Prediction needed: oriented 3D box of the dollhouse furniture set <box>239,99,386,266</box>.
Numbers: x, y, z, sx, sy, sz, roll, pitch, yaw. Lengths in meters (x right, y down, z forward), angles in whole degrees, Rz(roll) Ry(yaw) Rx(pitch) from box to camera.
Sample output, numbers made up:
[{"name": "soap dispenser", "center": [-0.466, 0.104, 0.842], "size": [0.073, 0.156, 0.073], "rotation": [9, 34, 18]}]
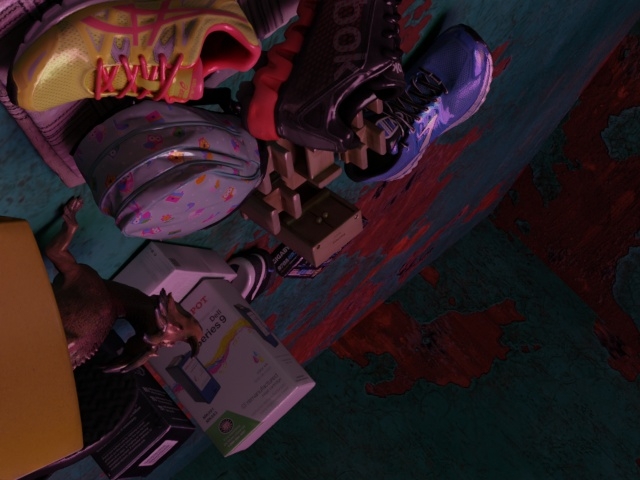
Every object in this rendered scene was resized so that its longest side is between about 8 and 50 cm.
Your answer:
[{"name": "dollhouse furniture set", "center": [-0.040, -0.107, 1.226], "size": [0.212, 0.161, 0.242], "rotation": [-38, 144, -25]}]

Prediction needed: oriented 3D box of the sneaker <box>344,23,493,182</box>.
[{"name": "sneaker", "center": [0.150, -0.201, 1.420], "size": [0.147, 0.130, 0.330], "rotation": [-31, 162, -52]}]

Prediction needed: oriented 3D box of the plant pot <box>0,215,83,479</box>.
[{"name": "plant pot", "center": [-0.319, 0.072, 0.649], "size": [0.212, 0.212, 0.187], "rotation": [-13, 108, -67]}]

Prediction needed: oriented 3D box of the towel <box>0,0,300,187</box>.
[{"name": "towel", "center": [-0.133, -0.191, 0.764], "size": [0.312, 0.056, 0.324], "rotation": [-41, 168, -11]}]

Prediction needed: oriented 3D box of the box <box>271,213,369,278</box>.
[{"name": "box", "center": [0.000, 0.000, 1.765], "size": [0.175, 0.051, 0.220], "rotation": [-46, 167, 9]}]

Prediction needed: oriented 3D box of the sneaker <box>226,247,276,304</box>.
[{"name": "sneaker", "center": [-0.147, 0.106, 1.591], "size": [0.121, 0.079, 0.217], "rotation": [-22, 153, -55]}]

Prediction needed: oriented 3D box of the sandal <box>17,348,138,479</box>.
[{"name": "sandal", "center": [-0.434, 0.267, 1.074], "size": [0.445, 0.167, 0.107], "rotation": [-28, 156, -24]}]

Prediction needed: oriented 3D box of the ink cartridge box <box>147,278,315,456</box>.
[{"name": "ink cartridge box", "center": [-0.139, 0.183, 1.296], "size": [0.154, 0.212, 0.093], "rotation": [-44, 165, 10]}]

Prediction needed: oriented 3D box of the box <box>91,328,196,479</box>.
[{"name": "box", "center": [-0.291, 0.220, 1.234], "size": [0.108, 0.207, 0.153], "rotation": [-42, 166, -5]}]

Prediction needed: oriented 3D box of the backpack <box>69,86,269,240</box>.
[{"name": "backpack", "center": [-0.135, -0.067, 0.816], "size": [0.152, 0.115, 0.182], "rotation": [-43, 163, 16]}]

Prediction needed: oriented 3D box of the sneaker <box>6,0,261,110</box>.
[{"name": "sneaker", "center": [-0.131, -0.139, 0.663], "size": [0.208, 0.094, 0.081], "rotation": [-31, 163, -30]}]

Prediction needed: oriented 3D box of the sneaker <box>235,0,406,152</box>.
[{"name": "sneaker", "center": [0.036, -0.202, 0.812], "size": [0.276, 0.135, 0.097], "rotation": [-64, 166, 3]}]

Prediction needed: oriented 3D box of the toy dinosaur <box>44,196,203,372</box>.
[{"name": "toy dinosaur", "center": [-0.270, 0.097, 0.926], "size": [0.295, 0.200, 0.127], "rotation": [-35, 164, -32]}]

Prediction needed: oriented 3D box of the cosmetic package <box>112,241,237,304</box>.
[{"name": "cosmetic package", "center": [-0.212, 0.059, 1.289], "size": [0.099, 0.060, 0.239], "rotation": [-45, 167, 7]}]
